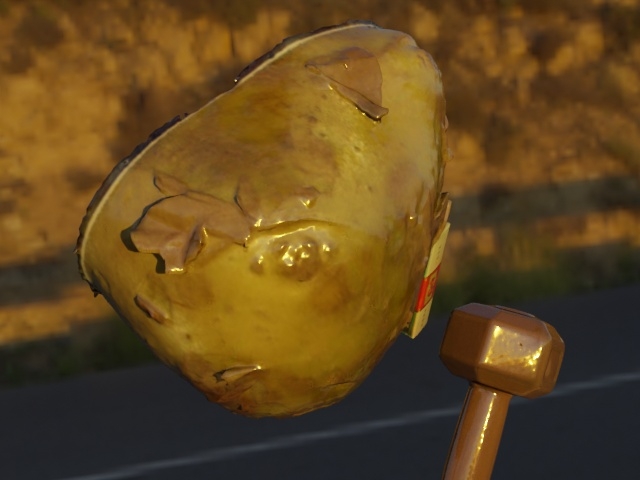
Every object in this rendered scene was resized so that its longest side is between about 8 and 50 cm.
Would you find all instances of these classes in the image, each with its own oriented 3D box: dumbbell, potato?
[{"bbox_3d":[0.110,0.161,1.196,0.082,0.231,0.092,15,-2,23],"label":"dumbbell"},{"bbox_3d":[0.000,0.000,1.171,0.300,0.196,0.246,-38,-23,-24],"label":"potato"}]

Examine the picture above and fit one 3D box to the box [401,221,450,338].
[{"bbox_3d":[0.002,-0.013,1.498,0.235,0.132,0.034,27,46,19],"label":"box"}]
